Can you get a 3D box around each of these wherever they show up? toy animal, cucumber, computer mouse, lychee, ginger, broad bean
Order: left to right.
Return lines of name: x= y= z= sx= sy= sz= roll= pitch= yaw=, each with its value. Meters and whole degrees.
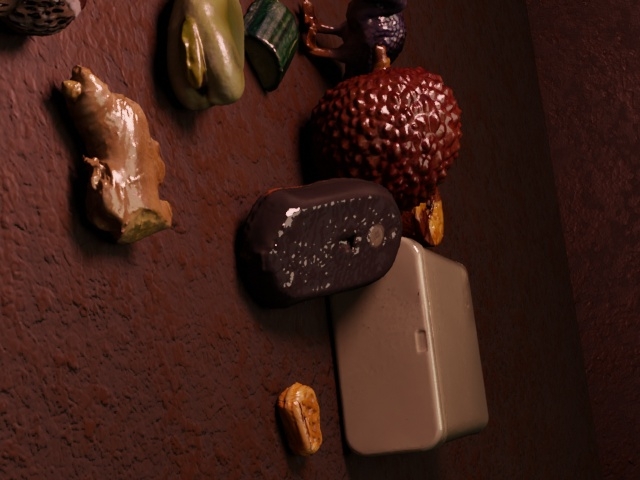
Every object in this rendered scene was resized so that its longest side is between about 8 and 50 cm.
toy animal: x=-0.311 y=-0.267 z=1.207 sx=0.137 sy=0.098 sz=0.098 roll=-45 pitch=121 yaw=-61
ginger: x=-0.241 y=-0.104 z=1.327 sx=0.137 sy=0.074 sz=0.213 roll=-21 pitch=93 yaw=-65
broad bean: x=-0.158 y=-0.279 z=1.559 sx=0.228 sy=0.100 sz=0.169 roll=-84 pitch=161 yaw=-58
cucumber: x=-0.076 y=-0.317 z=1.787 sx=0.116 sy=0.062 sz=0.115 roll=61 pitch=34 yaw=-32
computer mouse: x=-0.003 y=0.000 z=1.718 sx=0.323 sy=0.116 sz=0.183 roll=-11 pitch=100 yaw=-44
toy animal: x=0.064 y=-0.362 z=1.966 sx=0.298 sy=0.185 sz=0.122 roll=76 pitch=11 yaw=-57
lychee: x=0.109 y=-0.184 z=1.887 sx=0.264 sy=0.264 sz=0.300 roll=-18 pitch=109 yaw=-66

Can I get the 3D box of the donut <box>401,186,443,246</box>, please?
donut: x=0.193 y=-0.062 z=2.253 sx=0.184 sy=0.073 sz=0.166 roll=-34 pitch=111 yaw=-65

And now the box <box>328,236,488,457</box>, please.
box: x=0.162 y=0.190 z=1.970 sx=0.344 sy=0.177 sz=0.352 roll=15 pitch=66 yaw=-67

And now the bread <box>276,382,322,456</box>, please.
bread: x=-0.028 y=0.267 z=1.669 sx=0.083 sy=0.044 sz=0.111 roll=-47 pitch=124 yaw=-65
